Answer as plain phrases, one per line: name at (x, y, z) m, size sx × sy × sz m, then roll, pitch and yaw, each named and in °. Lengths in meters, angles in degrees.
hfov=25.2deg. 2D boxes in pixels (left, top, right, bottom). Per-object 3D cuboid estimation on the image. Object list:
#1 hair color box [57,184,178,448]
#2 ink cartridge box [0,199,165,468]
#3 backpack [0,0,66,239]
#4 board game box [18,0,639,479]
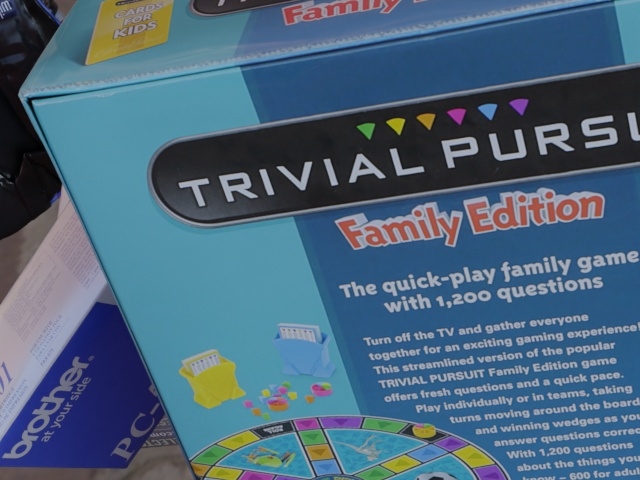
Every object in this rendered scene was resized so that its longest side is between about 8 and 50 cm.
hair color box at (-0.075, -0.033, 0.990) m, size 0.185 × 0.110 × 0.338 m, roll -7°, pitch 59°, yaw 14°
ink cartridge box at (-0.073, 0.010, 0.635) m, size 0.046 × 0.097 × 0.207 m, roll 45°, pitch 107°, yaw 30°
backpack at (-0.336, -0.139, 1.343) m, size 0.276 × 0.213 × 0.263 m, roll -40°, pitch 103°, yaw 1°
board game box at (0.077, 0.050, 0.523) m, size 0.254 × 0.079 × 0.336 m, roll -8°, pitch 124°, yaw 16°
